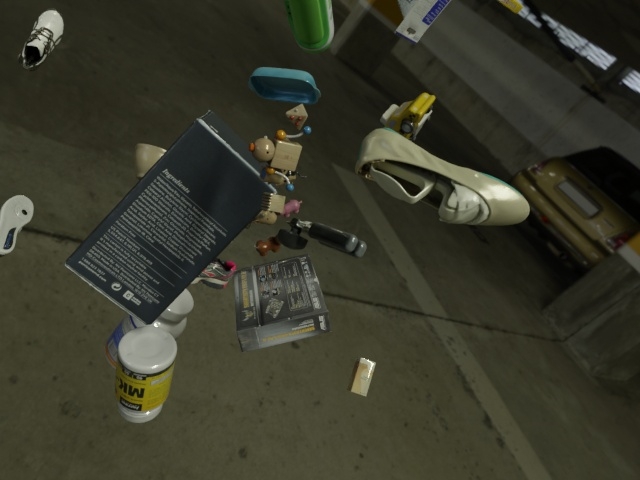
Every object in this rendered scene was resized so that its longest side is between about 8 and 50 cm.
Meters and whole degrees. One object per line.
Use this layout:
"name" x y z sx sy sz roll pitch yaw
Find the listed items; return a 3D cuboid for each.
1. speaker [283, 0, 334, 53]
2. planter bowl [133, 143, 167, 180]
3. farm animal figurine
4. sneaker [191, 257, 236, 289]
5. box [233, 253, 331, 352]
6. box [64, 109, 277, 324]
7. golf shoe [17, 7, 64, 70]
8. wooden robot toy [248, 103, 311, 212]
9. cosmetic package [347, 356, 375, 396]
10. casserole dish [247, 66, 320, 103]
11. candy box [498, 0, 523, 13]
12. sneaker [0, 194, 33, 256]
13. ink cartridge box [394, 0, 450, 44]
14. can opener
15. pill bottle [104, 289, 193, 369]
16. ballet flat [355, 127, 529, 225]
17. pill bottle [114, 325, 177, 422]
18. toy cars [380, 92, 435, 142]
"speaker" -0.032 -0.667 1.341 0.131 0.131 0.296 49 -6 16
"planter bowl" -0.572 -0.248 1.639 0.162 0.109 0.162 14 -10 2
"farm animal figurine" -0.225 -0.123 1.666 0.326 0.172 0.330 10 76 -8
"sneaker" -0.463 0.101 1.854 0.299 0.112 0.121 19 28 -53
"box" -0.089 0.125 1.015 0.183 0.056 0.231 -13 30 -6
"box" -0.307 -0.067 1.053 0.212 0.395 0.293 42 9 -18
"golf shoe" -0.812 -0.585 1.395 0.077 0.198 0.094 26 6 -37
"wooden robot toy" -0.079 -0.130 0.729 0.079 0.173 0.076 5 24 -33
"cosmetic package" 0.136 0.450 1.577 0.060 0.115 0.041 21 -15 -12
"casserole dish" -0.088 -0.390 1.188 0.188 0.037 0.114 10 -12 12
"candy box" 0.401 -0.588 1.110 0.206 0.027 0.105 -15 63 -51
"sneaker" -0.895 -0.030 1.327 0.079 0.121 0.217 48 25 -39
"ink cartridge box" 0.337 -0.737 1.370 0.065 0.333 0.165 52 30 17
"can opener" 0.000 0.000 1.229 0.280 0.093 0.074 14 -12 48
"pill bottle" -0.466 0.238 1.309 0.152 0.272 0.152 34 25 -19
"ballet flat" 0.159 -0.069 0.655 0.248 0.086 0.086 28 24 11
"pill bottle" -0.386 0.298 1.042 0.119 0.208 0.119 13 34 -9
"toy cars" 0.215 -0.302 1.264 0.087 0.176 0.393 39 12 4
